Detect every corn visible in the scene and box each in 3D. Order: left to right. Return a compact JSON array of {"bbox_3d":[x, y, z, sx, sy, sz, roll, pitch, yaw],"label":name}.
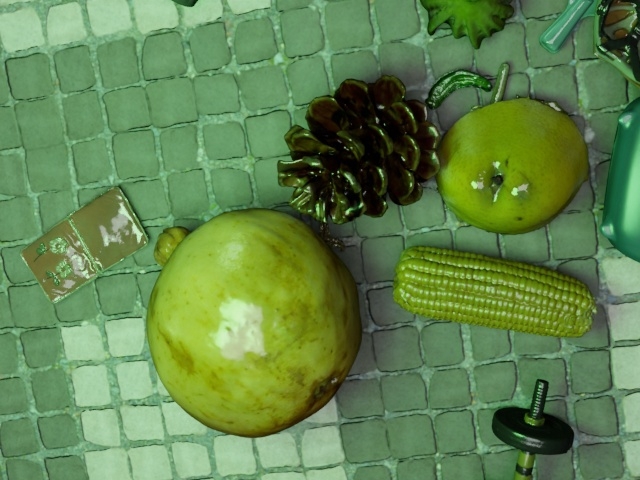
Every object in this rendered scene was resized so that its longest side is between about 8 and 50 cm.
[{"bbox_3d":[0.296,0.089,1.807,0.344,0.131,0.131,9,101,3],"label":"corn"}]

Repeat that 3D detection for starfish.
[{"bbox_3d":[0.000,0.000,1.875,0.091,0.028,0.078,19,104,8],"label":"starfish"}]

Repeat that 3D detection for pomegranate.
[{"bbox_3d":[-0.130,0.118,1.753,0.410,0.410,0.410,1,100,7],"label":"pomegranate"}]

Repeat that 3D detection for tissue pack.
[{"bbox_3d":[0.560,-0.101,1.700,0.206,0.198,0.287,9,103,5],"label":"tissue pack"}]

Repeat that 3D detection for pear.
[{"bbox_3d":[0.320,-0.098,1.737,0.267,0.178,0.267,1,112,4],"label":"pear"}]

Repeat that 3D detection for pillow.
[{"bbox_3d":[-0.429,0.008,1.921,0.232,0.043,0.126,-33,94,10],"label":"pillow"}]

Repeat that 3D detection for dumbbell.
[{"bbox_3d":[0.356,0.399,1.845,0.143,0.143,0.325,11,102,5],"label":"dumbbell"}]

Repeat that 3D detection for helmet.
[{"bbox_3d":[0.547,-0.345,1.661,0.224,0.130,0.198,31,134,30],"label":"helmet"}]

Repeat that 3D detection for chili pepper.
[{"bbox_3d":[0.231,-0.264,1.798,0.118,0.035,0.055,-18,110,0],"label":"chili pepper"}]

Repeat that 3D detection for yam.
[{"bbox_3d":[0.302,-0.245,1.796,0.021,0.021,0.116,13,101,5],"label":"yam"}]

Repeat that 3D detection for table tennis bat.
[{"bbox_3d":[0.449,-0.411,1.742,0.149,0.038,0.237,37,99,-6],"label":"table tennis bat"}]

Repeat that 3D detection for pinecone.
[{"bbox_3d":[0.055,-0.143,1.729,0.244,0.309,0.244,19,121,34],"label":"pinecone"}]

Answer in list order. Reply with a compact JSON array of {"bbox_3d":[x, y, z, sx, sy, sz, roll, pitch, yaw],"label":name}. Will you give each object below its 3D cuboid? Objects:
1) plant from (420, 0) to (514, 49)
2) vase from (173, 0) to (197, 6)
[{"bbox_3d":[0.204,-0.395,1.637,0.180,0.333,0.251,0,113,22],"label":"plant"},{"bbox_3d":[-0.186,-0.546,1.746,0.251,0.156,0.301,45,112,27],"label":"vase"}]
